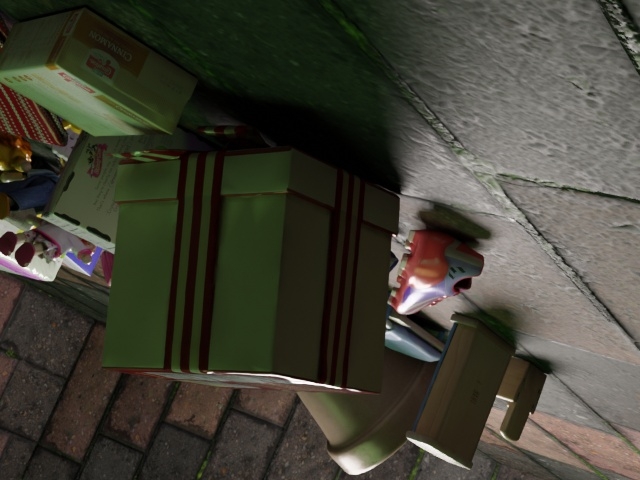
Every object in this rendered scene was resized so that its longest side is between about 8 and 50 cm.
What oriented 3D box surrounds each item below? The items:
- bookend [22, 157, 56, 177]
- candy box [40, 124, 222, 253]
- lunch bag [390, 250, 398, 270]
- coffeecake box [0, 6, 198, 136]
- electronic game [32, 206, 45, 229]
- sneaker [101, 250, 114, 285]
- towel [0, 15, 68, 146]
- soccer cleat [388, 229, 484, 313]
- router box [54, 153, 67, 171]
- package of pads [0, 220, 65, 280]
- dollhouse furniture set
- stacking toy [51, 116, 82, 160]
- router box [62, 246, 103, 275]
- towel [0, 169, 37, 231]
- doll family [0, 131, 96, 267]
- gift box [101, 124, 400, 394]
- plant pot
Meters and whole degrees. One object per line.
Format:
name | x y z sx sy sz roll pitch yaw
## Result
bookend | -0.527 -0.109 2.089 0.157 0.072 0.156 21 169 11
candy box | -0.206 -0.059 1.475 0.196 0.165 0.070 28 166 -20
lunch bag | 0.000 0.000 1.541 0.151 0.096 0.129 38 178 32
coffeecake box | -0.238 -0.169 1.287 0.142 0.068 0.185 31 166 -33
electronic game | -0.381 -0.030 2.052 0.229 0.048 0.229 -1 166 0
sneaker | -0.255 0.027 2.142 0.252 0.103 0.111 -1 -165 33
towel | -0.434 -0.201 1.446 0.275 0.031 0.199 14 145 31
soccer cleat | 0.139 0.048 1.510 0.095 0.083 0.248 18 165 5
router box | -0.309 -0.099 1.784 0.133 0.046 0.179 24 168 -3
package of pads | -0.615 -0.027 2.163 0.229 0.101 0.296 12 166 25
dollhouse furniture set | 0.143 0.223 1.973 0.303 0.198 0.286 14 165 40
stacking toy | -0.382 -0.180 1.576 0.221 0.052 0.167 28 166 -13
router box | -0.620 -0.054 2.484 0.301 0.082 0.335 21 168 10
towel | -0.563 -0.122 1.729 0.324 0.056 0.312 21 -162 -30
doll family | -0.381 -0.074 1.572 0.263 0.118 0.163 30 -156 18
gift box | -0.091 0.022 1.316 0.276 0.258 0.255 0 169 27
plant pot | 0.055 0.241 2.176 0.229 0.263 0.263 43 164 -10
